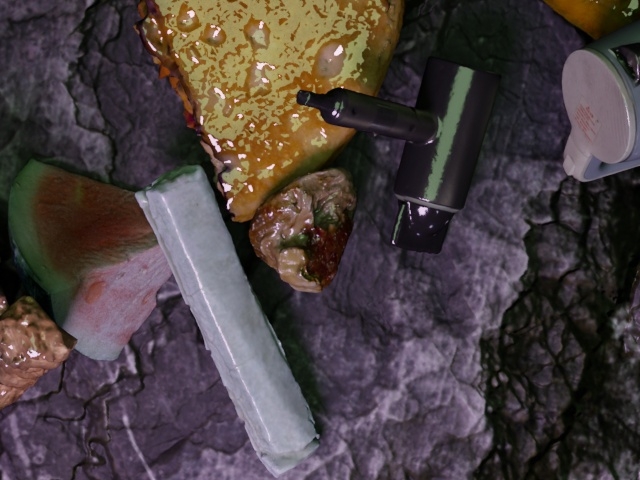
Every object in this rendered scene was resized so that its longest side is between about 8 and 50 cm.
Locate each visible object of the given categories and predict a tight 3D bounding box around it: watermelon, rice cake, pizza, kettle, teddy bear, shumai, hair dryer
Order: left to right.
[{"bbox_3d":[-0.385,0.117,1.408,0.222,0.296,0.246,-36,84,-22],"label":"teddy bear"},{"bbox_3d":[-0.239,0.010,1.499,0.202,0.136,0.207,-5,64,-36],"label":"watermelon"},{"bbox_3d":[-0.087,0.085,1.470,0.066,0.063,0.336,-29,104,-24],"label":"rice cake"},{"bbox_3d":[-0.057,-0.220,1.439,0.278,0.114,0.409,9,95,-2],"label":"pizza"},{"bbox_3d":[-0.005,-0.002,1.451,0.123,0.139,0.105,-23,81,-21],"label":"shumai"},{"bbox_3d":[0.059,-0.093,1.412,0.248,0.078,0.195,10,98,-43],"label":"hair dryer"},{"bbox_3d":[0.355,-0.150,1.410,0.243,0.210,0.160,-20,68,-16],"label":"kettle"}]

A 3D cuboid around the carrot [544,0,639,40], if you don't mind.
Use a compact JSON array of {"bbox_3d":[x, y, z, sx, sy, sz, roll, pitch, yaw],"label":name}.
[{"bbox_3d":[0.201,-0.313,1.431,0.302,0.114,0.114,35,95,-6],"label":"carrot"}]
